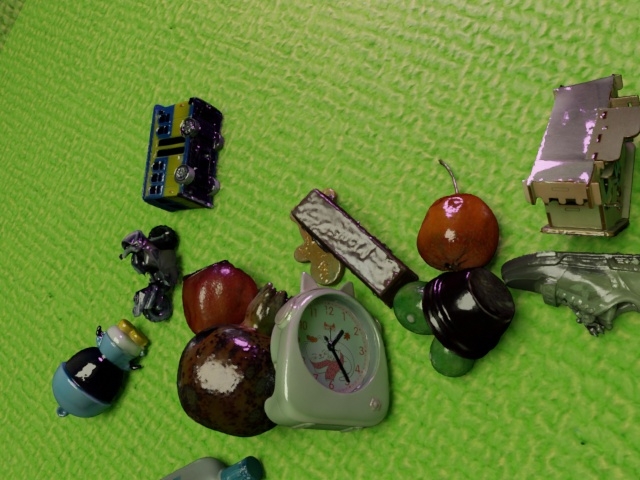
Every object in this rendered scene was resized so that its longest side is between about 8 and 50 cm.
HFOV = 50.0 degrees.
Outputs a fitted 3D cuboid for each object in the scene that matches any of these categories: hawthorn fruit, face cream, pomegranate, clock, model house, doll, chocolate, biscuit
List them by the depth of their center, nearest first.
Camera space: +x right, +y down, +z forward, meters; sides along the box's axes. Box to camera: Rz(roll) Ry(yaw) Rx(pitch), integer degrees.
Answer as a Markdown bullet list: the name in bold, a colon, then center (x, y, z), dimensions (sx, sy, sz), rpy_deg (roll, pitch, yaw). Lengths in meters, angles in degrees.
- **model house**: center (0.496, -0.113, 1.247), dimensions (0.169, 0.244, 0.326), rpy_deg (3, 45, 30)
- **hawthorn fruit**: center (0.290, -0.062, 1.441), dimensions (0.165, 0.165, 0.286), rpy_deg (-13, 47, 29)
- **clock**: center (0.014, 0.232, 1.446), dimensions (0.108, 0.265, 0.324), rpy_deg (-32, 51, 49)
- **pomegranate**: center (-0.162, 0.256, 1.520), dimensions (0.285, 0.285, 0.341), rpy_deg (17, 83, 35)
- **chocolate**: center (0.065, 0.007, 1.530), dimensions (0.112, 0.112, 0.321), rpy_deg (-47, 64, 3)
- **face cream**: center (-0.280, 0.603, 1.623), dimensions (0.336, 0.080, 0.163), rpy_deg (-32, 61, 22)
- **biscuit**: center (0.000, 0.000, 1.647), dimensions (0.153, 0.030, 0.234), rpy_deg (-28, 64, 24)
- **hawthorn fruit**: center (-0.251, 0.167, 1.667), dimensions (0.189, 0.189, 0.252), rpy_deg (-2, 79, 32)
- **doll**: center (-0.607, 0.359, 1.868), dimensions (0.177, 0.141, 0.314), rpy_deg (43, 88, 3)

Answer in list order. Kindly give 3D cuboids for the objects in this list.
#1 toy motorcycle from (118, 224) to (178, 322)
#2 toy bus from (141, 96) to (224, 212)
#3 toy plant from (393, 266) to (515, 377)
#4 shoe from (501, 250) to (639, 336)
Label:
- **toy motorcycle**: center (-0.465, 0.081, 1.847), dimensions (0.106, 0.159, 0.271), rpy_deg (-18, 64, 50)
- **toy bus**: center (-0.375, -0.233, 1.887), dimensions (0.175, 0.138, 0.288), rpy_deg (-4, 75, 31)
- **toy plant**: center (0.259, 0.152, 1.365), dimensions (0.235, 0.175, 0.218), rpy_deg (-46, 63, 42)
- **shoe**: center (0.478, 0.104, 1.263), dimensions (0.292, 0.109, 0.149), rpy_deg (-4, 69, 27)
